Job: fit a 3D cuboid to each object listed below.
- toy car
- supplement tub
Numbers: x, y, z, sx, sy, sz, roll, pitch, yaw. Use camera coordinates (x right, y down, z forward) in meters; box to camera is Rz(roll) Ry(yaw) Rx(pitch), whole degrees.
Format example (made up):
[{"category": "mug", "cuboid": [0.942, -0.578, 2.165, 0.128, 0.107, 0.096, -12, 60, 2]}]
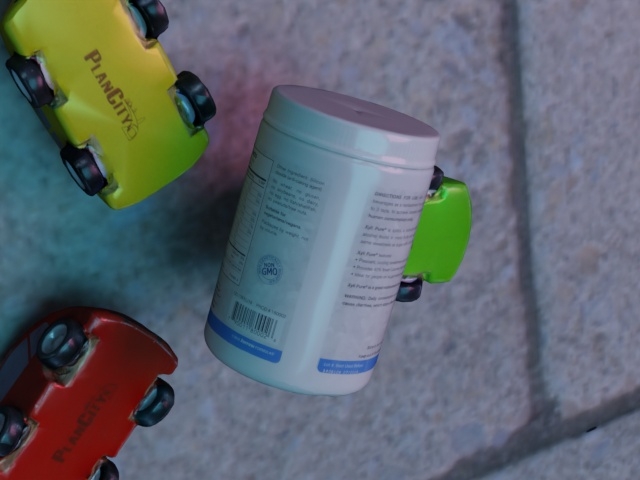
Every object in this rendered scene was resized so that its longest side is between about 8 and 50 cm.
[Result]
[{"category": "toy car", "cuboid": [-0.039, -0.002, 0.636, 0.225, 0.053, 0.239, -4, 112, -30]}, {"category": "supplement tub", "cuboid": [0.000, 0.000, 0.582, 0.071, 0.071, 0.107, 8, 106, -33]}]
